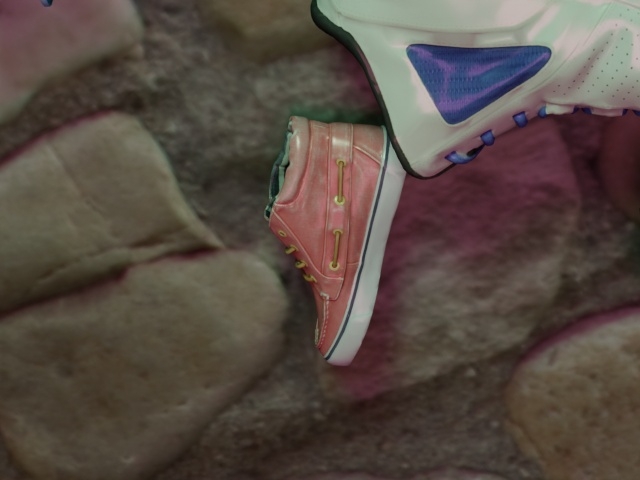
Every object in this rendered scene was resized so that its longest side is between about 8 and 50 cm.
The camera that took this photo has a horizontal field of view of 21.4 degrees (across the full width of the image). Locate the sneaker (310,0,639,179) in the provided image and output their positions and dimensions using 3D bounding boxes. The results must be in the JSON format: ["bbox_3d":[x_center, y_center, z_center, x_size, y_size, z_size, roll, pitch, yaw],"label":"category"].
[{"bbox_3d":[0.130,-0.117,1.009,0.315,0.127,0.182,20,126,-9],"label":"sneaker"}]

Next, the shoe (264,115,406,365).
[{"bbox_3d":[0.000,0.000,1.115,0.081,0.063,0.178,9,120,-8],"label":"shoe"}]

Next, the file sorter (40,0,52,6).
[{"bbox_3d":[-0.236,-0.187,0.938,0.170,0.104,0.118,-6,125,2],"label":"file sorter"}]
